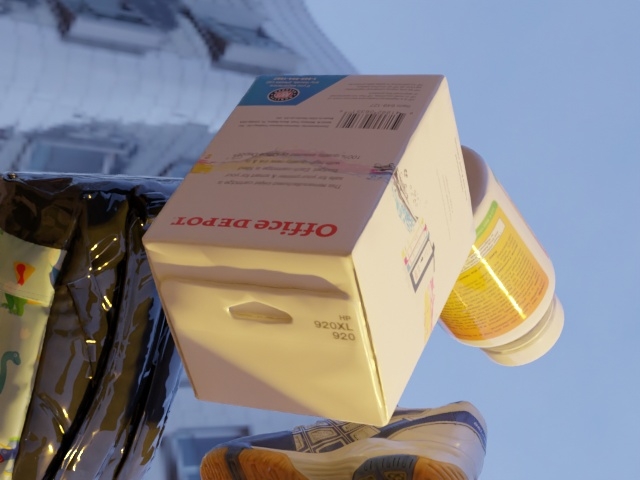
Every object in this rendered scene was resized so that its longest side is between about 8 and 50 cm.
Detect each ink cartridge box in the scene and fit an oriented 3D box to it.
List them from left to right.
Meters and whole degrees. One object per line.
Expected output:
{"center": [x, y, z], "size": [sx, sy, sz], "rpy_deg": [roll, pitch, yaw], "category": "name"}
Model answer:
{"center": [0.000, 0.000, 1.143], "size": [0.171, 0.233, 0.168], "rpy_deg": [4, -51, 24], "category": "ink cartridge box"}

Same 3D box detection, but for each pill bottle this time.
{"center": [0.157, 0.024, 1.493], "size": [0.136, 0.246, 0.136], "rpy_deg": [-19, -134, 22], "category": "pill bottle"}

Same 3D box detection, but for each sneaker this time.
{"center": [0.026, 0.215, 1.409], "size": [0.296, 0.131, 0.112], "rpy_deg": [-4, -60, 31], "category": "sneaker"}

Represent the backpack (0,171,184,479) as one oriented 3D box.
{"center": [-0.244, 0.113, 1.338], "size": [0.273, 0.290, 0.355], "rpy_deg": [6, -85, 23], "category": "backpack"}
